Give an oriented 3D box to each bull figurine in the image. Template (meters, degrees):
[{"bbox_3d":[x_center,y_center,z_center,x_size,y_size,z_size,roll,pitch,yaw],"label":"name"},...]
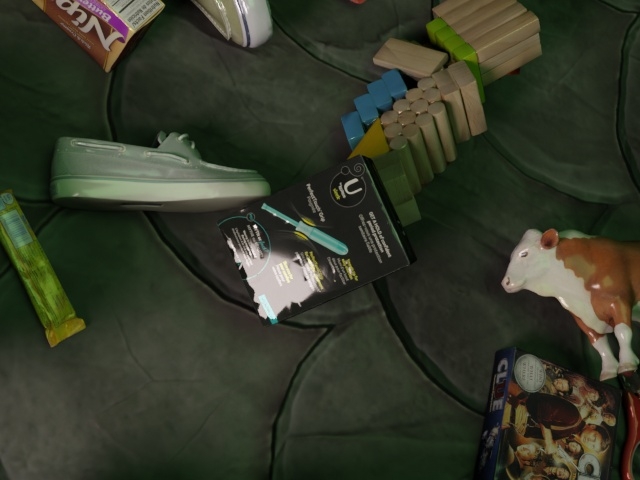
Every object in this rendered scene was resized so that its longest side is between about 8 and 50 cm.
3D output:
[{"bbox_3d":[0.363,0.068,1.213,0.310,0.101,0.189,-3,72,-32],"label":"bull figurine"}]

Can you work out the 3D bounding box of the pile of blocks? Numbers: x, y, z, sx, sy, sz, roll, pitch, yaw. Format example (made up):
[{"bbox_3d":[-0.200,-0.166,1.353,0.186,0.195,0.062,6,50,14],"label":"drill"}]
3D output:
[{"bbox_3d":[0.123,-0.148,1.176,0.362,0.149,0.113,-49,144,-19],"label":"pile of blocks"}]

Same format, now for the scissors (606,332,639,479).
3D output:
[{"bbox_3d":[0.399,0.178,1.261,0.108,0.021,0.297,-7,77,-19],"label":"scissors"}]

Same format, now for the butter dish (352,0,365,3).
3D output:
[{"bbox_3d":[0.043,-0.394,1.177,0.160,0.118,0.160,38,62,-13],"label":"butter dish"}]

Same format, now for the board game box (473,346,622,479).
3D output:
[{"bbox_3d":[0.260,0.265,1.153,0.165,0.042,0.243,22,68,-21],"label":"board game box"}]

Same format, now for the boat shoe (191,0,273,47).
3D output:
[{"bbox_3d":[-0.159,-0.327,1.078,0.094,0.109,0.302,-31,83,-15],"label":"boat shoe"}]

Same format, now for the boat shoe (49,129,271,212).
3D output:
[{"bbox_3d":[-0.158,-0.073,1.011,0.227,0.079,0.081,0,81,-24],"label":"boat shoe"}]

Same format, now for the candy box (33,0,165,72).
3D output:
[{"bbox_3d":[-0.252,-0.266,0.998,0.187,0.109,0.053,46,62,-10],"label":"candy box"}]

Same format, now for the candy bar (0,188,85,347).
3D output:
[{"bbox_3d":[-0.279,0.023,0.959,0.040,0.018,0.162,-28,90,-33],"label":"candy bar"}]

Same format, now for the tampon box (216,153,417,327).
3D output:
[{"bbox_3d":[0.000,0.000,1.015,0.161,0.101,0.121,-24,88,10],"label":"tampon box"}]
